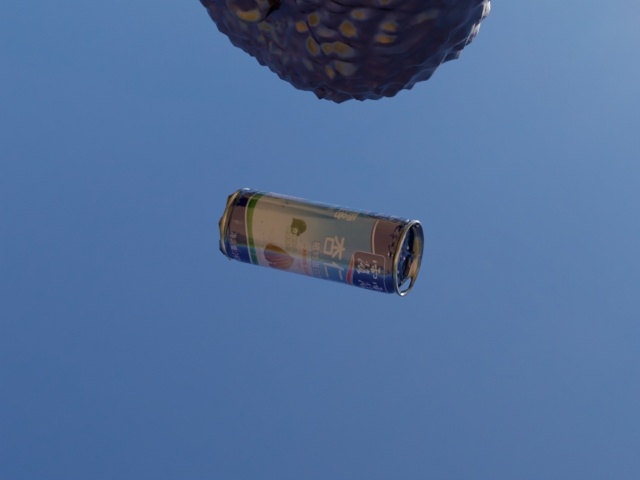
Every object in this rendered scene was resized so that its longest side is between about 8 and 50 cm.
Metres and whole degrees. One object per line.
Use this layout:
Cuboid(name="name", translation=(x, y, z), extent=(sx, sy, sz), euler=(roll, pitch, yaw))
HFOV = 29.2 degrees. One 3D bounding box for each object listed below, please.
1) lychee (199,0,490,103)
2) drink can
Cuboid(name="lychee", translation=(0.012, -0.164, 0.611), extent=(0.194, 0.194, 0.194), euler=(-7, -124, 11))
Cuboid(name="drink can", translation=(0.000, 0.000, 1.485), extent=(0.235, 0.097, 0.097), euler=(13, -119, 23))
